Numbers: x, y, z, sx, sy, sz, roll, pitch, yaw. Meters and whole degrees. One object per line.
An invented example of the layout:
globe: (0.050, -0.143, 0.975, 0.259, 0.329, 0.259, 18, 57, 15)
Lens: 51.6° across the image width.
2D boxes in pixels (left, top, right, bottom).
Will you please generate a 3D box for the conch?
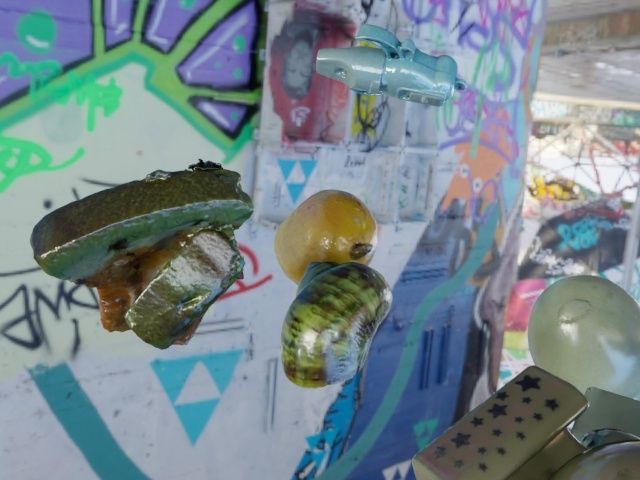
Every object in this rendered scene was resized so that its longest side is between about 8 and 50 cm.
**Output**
conch: (0.012, 0.100, 0.924, 0.187, 0.124, 0.181, -27, -165, -9)

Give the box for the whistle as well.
whistle: (0.128, -0.302, 1.193, 0.273, 0.093, 0.186, 11, 162, 2)

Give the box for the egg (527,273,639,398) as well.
egg: (0.430, 0.164, 1.054, 0.186, 0.253, 0.187, -23, -143, 18)

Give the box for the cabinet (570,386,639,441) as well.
cabinet: (0.397, 0.314, 0.833, 0.145, 0.150, 0.206, 13, 150, 37)

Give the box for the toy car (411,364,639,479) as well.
toy car: (0.248, 0.230, 0.465, 0.242, 0.226, 0.336, -29, -175, -22)

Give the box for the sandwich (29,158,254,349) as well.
sandwich: (-0.202, 0.060, 0.829, 0.250, 0.162, 0.301, -13, 149, -14)

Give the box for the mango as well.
mango: (0.000, 0.000, 1.141, 0.119, 0.177, 0.316, 12, 172, -29)
